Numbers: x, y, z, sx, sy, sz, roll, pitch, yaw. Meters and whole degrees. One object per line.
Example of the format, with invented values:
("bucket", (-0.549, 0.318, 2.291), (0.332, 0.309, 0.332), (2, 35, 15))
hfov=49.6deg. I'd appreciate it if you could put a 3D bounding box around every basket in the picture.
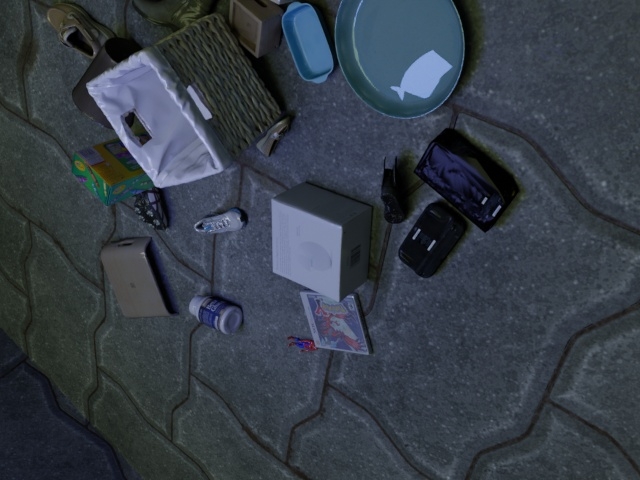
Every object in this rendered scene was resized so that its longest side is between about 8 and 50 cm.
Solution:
("basket", (-0.610, -0.472, 2.042), (0.204, 0.154, 0.227), (37, 131, -4))
("basket", (-0.333, -0.346, 1.721), (0.331, 0.266, 0.328), (-5, 124, 49))

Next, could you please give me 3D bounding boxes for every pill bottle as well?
("pill bottle", (-0.343, 0.234, 2.242), (0.169, 0.094, 0.094), (18, 124, 34))

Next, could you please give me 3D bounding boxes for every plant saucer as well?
("plant saucer", (0.168, -0.416, 1.454), (0.317, 0.044, 0.317), (21, 125, 33))

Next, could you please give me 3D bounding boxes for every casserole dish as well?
("casserole dish", (-0.021, -0.460, 1.602), (0.114, 0.037, 0.188), (-9, 106, 45))

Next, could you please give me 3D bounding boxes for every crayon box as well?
("crayon box", (-0.566, -0.223, 2.047), (0.165, 0.278, 0.081), (41, 133, 17))

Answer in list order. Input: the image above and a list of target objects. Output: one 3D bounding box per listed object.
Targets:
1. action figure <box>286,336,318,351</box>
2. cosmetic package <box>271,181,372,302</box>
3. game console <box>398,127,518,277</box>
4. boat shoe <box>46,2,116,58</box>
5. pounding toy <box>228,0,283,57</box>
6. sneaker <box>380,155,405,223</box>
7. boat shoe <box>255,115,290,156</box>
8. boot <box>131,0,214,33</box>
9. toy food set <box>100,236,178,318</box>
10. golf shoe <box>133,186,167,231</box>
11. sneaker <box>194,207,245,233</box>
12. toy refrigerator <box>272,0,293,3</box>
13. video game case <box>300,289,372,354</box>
("action figure", (-0.052, 0.313, 2.077), (0.115, 0.030, 0.038), (4, 110, 38))
("cosmetic package", (0.000, 0.000, 1.770), (0.225, 0.138, 0.224), (22, 126, 30))
("game console", (0.273, -0.060, 1.563), (0.213, 0.044, 0.361), (44, 134, 16))
("boat shoe", (-0.746, -0.636, 2.104), (0.302, 0.098, 0.109), (35, 132, 22))
("pounding toy", (-0.153, -0.541, 1.646), (0.141, 0.100, 0.130), (44, 149, 17))
("sneaker", (0.169, -0.115, 1.614), (0.051, 0.089, 0.170), (1, 152, 15))
("boat shoe", (-0.114, -0.268, 1.784), (0.048, 0.056, 0.153), (49, 138, -4))
("boot", (-0.376, -0.631, 1.805), (0.246, 0.083, 0.161), (34, 125, 15))
("toy food set", (-0.640, 0.141, 2.475), (0.220, 0.092, 0.306), (-6, 111, 31))
("golf shoe", (-0.544, -0.141, 2.212), (0.105, 0.120, 0.273), (14, 145, 29))
("sneaker", (-0.302, -0.047, 2.056), (0.191, 0.083, 0.071), (-8, 106, 43))
("toy refrigerator", (-0.080, -0.664, 1.496), (0.102, 0.094, 0.269), (35, 133, 22))
("video game case", (0.042, 0.228, 1.947), (0.201, 0.023, 0.183), (0, 113, 41))
